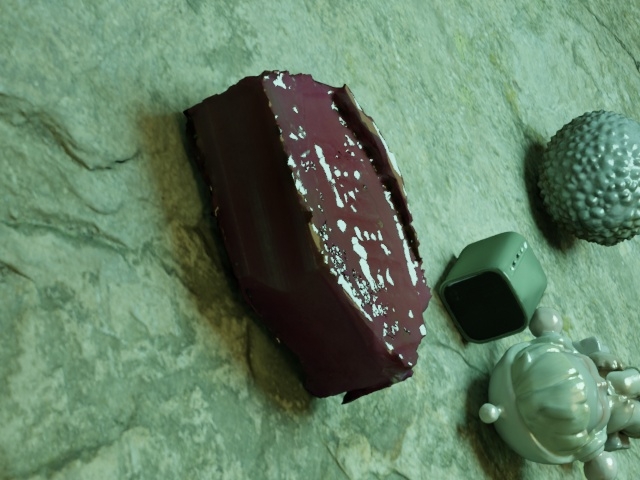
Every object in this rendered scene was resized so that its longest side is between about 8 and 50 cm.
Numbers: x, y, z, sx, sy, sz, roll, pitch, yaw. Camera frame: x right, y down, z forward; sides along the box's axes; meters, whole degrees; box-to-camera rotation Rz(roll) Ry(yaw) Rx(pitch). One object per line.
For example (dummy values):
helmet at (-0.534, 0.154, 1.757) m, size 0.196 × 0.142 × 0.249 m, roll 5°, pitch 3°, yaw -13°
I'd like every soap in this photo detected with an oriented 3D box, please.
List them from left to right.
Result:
soap at (0.000, 0.000, 1.355) m, size 0.182 × 0.112 × 0.289 m, roll -9°, pitch 81°, yaw -55°

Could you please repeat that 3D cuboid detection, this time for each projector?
projector at (0.184, 0.050, 1.624) m, size 0.083 × 0.083 × 0.082 m, roll 59°, pitch 34°, yaw -16°

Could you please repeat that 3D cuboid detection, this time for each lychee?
lychee at (0.353, -0.082, 1.881) m, size 0.197 × 0.165 × 0.165 m, roll -48°, pitch 115°, yaw -33°

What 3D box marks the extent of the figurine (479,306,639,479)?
figurine at (0.257, 0.164, 1.635) m, size 0.256 × 0.144 × 0.182 m, roll 15°, pitch 80°, yaw -55°
